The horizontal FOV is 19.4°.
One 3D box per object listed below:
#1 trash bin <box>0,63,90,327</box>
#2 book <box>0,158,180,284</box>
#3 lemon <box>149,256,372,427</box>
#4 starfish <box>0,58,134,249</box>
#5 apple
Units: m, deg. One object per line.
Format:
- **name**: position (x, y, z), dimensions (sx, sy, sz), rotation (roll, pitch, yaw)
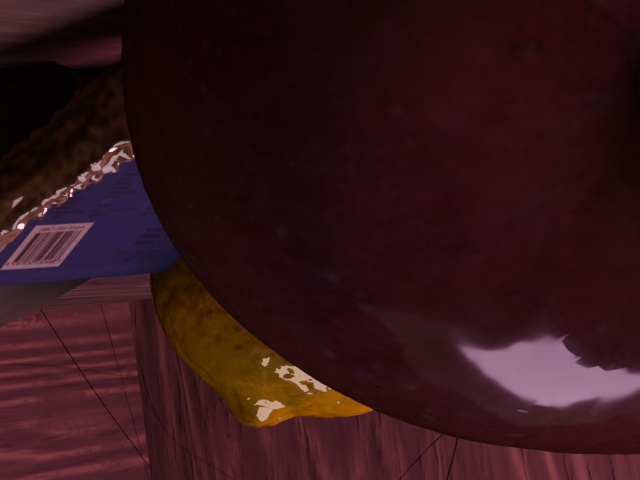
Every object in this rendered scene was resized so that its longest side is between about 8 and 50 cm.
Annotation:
- **trash bin**: position (-0.220, -0.029, 1.367), dimensions (0.164, 0.122, 0.240), rotation (-30, 175, -6)
- **book**: position (-0.092, -0.063, 1.204), dimensions (0.191, 0.025, 0.269), rotation (-4, 145, -52)
- **lemon**: position (0.000, 0.000, 1.466), dimensions (0.253, 0.310, 0.253), rotation (26, 169, 6)
- **starfish**: position (-0.013, -0.082, 0.888), dimensions (0.432, 0.082, 0.324), rotation (-9, -159, 45)
- **apple**: position (0.087, -0.070, 0.620), dimensions (0.305, 0.306, 0.235), rotation (-7, -163, -12)
